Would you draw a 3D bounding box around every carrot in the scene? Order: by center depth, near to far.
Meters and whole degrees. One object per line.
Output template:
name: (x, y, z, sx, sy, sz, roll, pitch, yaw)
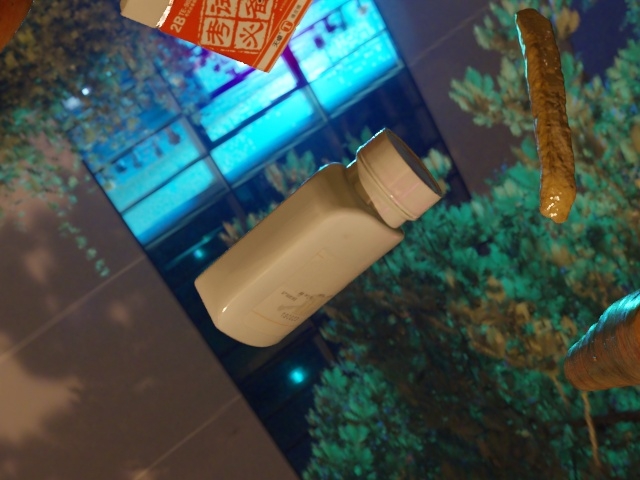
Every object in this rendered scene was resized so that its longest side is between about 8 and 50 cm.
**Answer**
carrot: (0.229, 0.081, 0.690, 0.070, 0.070, 0.342, -31, 167, -1)

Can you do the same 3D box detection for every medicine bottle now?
medicine bottle: (0.000, 0.000, 1.096, 0.296, 0.161, 0.111, -40, -119, 18)

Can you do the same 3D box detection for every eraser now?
eraser: (-0.129, -0.327, 1.214, 0.157, 0.230, 0.038, -54, -144, 29)

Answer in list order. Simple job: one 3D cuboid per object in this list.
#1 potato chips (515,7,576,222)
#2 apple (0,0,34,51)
potato chips: (0.374, -0.232, 1.522, 0.057, 0.406, 0.080, 2, 159, -12)
apple: (-0.461, -0.272, 0.949, 0.329, 0.295, 0.364, -29, -133, 54)
